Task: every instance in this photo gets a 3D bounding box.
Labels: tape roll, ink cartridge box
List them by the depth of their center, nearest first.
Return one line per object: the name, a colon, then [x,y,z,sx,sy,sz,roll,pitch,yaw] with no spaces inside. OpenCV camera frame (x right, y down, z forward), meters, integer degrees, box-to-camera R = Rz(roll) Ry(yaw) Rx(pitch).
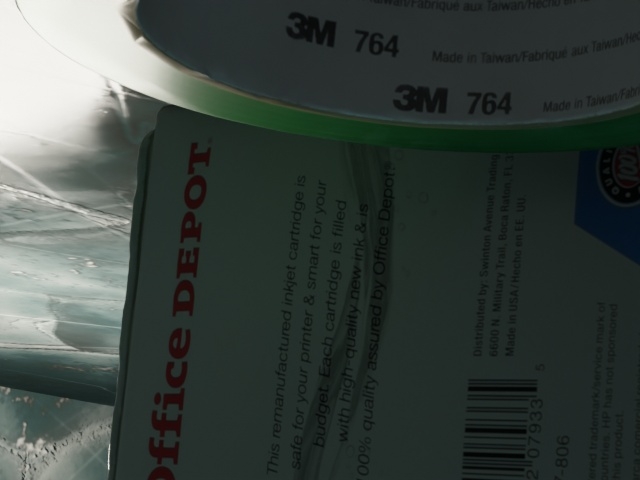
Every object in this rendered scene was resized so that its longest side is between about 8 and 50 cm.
tape roll: [0.041,-0.113,0.706,0.321,0.077,0.321,6,168,1]
ink cartridge box: [0.083,0.059,0.995,0.395,0.286,0.166,-3,166,37]
